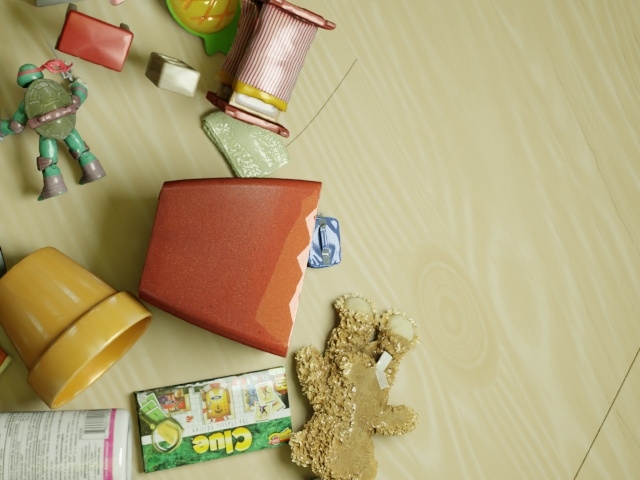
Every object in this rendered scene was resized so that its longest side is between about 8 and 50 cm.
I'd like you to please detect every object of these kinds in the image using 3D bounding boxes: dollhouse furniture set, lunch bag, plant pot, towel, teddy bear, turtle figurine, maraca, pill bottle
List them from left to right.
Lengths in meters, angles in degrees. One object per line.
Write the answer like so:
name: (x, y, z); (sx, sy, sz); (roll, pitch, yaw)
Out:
pill bottle: (-0.428, 0.335, 1.274); (0.283, 0.160, 0.160); (0, 87, -8)
turtle figurine: (-0.432, -0.190, 1.344); (0.175, 0.118, 0.234); (-24, 101, -20)
plant pot: (-0.394, 0.119, 1.305); (0.188, 0.205, 0.205); (45, 73, 4)
dollhouse furniture set: (-0.195, -0.319, 1.330); (0.374, 0.152, 0.201); (16, 103, -27)
maraca: (-0.189, -0.400, 1.452); (0.127, 0.099, 0.185); (-42, 126, -7)
plant pot: (-0.153, 0.029, 1.364); (0.236, 0.267, 0.267); (12, 83, -7)
towel: (-0.127, -0.176, 1.495); (0.110, 0.027, 0.148); (-36, 99, -19)
lunch bag: (0.000, 0.000, 1.511); (0.067, 0.065, 0.098); (-6, 89, -20)
teddy bear: (0.060, 0.260, 1.510); (0.245, 0.113, 0.338); (9, 76, -26)

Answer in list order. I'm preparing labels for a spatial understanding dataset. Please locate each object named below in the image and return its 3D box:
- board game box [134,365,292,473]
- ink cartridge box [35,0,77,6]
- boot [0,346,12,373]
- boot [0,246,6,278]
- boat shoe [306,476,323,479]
board game box: (-0.177, 0.301, 1.451); (0.260, 0.030, 0.136); (-8, 92, -20)
ink cartridge box: (-0.389, -0.539, 1.372); (0.201, 0.117, 0.278); (-15, 93, -20)
boot: (-0.543, 0.220, 1.308); (0.085, 0.059, 0.158); (40, 74, -19)
boot: (-0.674, 0.104, 1.235); (0.445, 0.146, 0.367); (-21, 102, -27)
boat shoe: (-0.058, 0.444, 1.477); (0.142, 0.049, 0.040); (-28, 58, -24)
